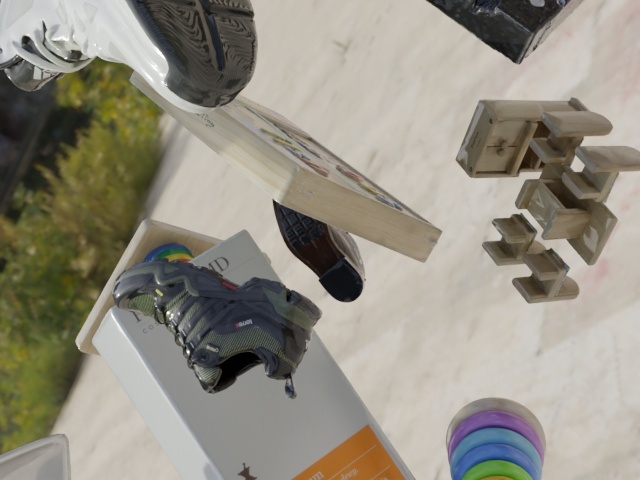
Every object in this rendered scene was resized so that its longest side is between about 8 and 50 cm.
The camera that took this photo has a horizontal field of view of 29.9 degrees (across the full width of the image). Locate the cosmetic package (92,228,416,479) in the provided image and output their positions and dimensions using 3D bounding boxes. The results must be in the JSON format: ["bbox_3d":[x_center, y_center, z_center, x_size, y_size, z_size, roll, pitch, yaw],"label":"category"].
[{"bbox_3d":[-0.081,0.243,1.610,0.230,0.453,0.161,-32,-6,-26],"label":"cosmetic package"}]

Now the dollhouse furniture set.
[{"bbox_3d":[0.311,-0.074,1.533,0.242,0.161,0.212,57,140,42],"label":"dollhouse furniture set"}]

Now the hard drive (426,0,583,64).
[{"bbox_3d":[0.233,-0.370,1.405,0.339,0.237,0.064,-45,-13,-32],"label":"hard drive"}]

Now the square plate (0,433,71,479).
[{"bbox_3d":[-0.344,0.348,0.925,0.049,0.347,0.344,19,114,40],"label":"square plate"}]

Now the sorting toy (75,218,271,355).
[{"bbox_3d":[-0.231,0.120,1.996,0.257,0.255,0.089,-58,40,18],"label":"sorting toy"}]

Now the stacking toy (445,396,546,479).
[{"bbox_3d":[0.223,0.334,1.547,0.141,0.141,0.330,-58,3,22],"label":"stacking toy"}]

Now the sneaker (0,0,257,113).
[{"bbox_3d":[-0.234,-0.229,1.332,0.257,0.169,0.447,-57,48,29],"label":"sneaker"}]

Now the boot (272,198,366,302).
[{"bbox_3d":[0.000,0.000,1.911,0.082,0.219,0.106,-33,-3,12],"label":"boot"}]

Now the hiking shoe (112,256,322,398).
[{"bbox_3d":[-0.116,0.087,1.174,0.086,0.226,0.114,47,-124,-59],"label":"hiking shoe"}]

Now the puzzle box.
[{"bbox_3d":[-0.051,-0.115,1.587,0.409,0.272,0.052,39,103,45],"label":"puzzle box"}]
